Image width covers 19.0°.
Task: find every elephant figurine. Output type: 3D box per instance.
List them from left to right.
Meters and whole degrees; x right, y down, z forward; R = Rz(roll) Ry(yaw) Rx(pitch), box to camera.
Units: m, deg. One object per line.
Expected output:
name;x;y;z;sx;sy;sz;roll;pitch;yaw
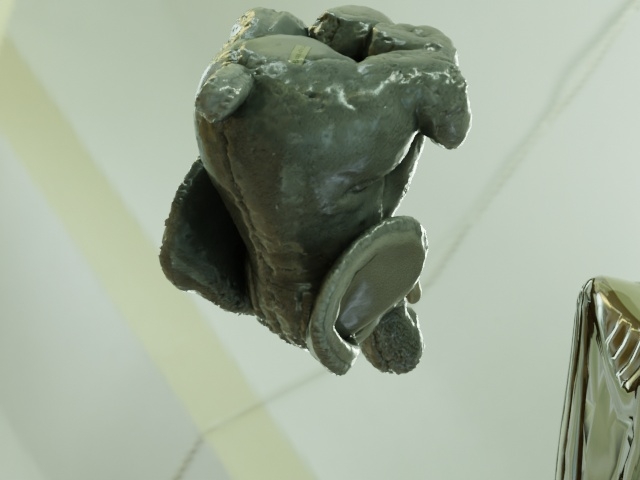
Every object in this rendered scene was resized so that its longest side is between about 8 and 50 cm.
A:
elephant figurine;0.000;0.000;1.070;0.169;0.186;0.239;-118;-148;-63

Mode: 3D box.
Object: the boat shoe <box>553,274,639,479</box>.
boat shoe;0.115;0.064;0.480;0.285;0.089;0.104;-160;-105;-87
